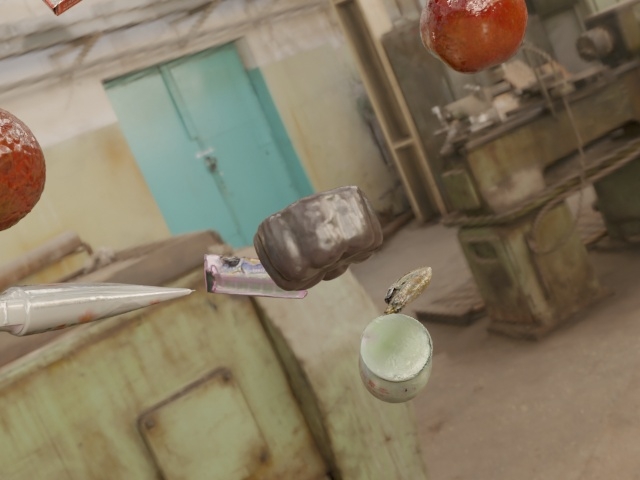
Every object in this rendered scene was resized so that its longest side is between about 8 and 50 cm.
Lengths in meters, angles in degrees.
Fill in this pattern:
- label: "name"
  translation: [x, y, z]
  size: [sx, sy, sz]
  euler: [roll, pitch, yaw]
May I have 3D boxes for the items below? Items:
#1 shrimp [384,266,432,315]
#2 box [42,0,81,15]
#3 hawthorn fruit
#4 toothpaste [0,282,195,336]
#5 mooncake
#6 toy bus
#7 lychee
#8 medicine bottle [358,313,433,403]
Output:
- label: "shrimp"
  translation: [0.206, 0.131, 2.283]
  size: [0.126, 0.047, 0.223]
  euler: [-16, 19, 43]
- label: "box"
  translation: [-0.532, -0.592, 1.953]
  size: [0.229, 0.123, 0.050]
  euler: [-43, 0, -27]
- label: "hawthorn fruit"
  translation: [0.266, -0.411, 1.588]
  size: [0.196, 0.225, 0.196]
  euler: [-9, 56, 13]
- label: "toothpaste"
  translation: [-0.320, 0.085, 1.239]
  size: [0.100, 0.066, 0.323]
  euler: [-6, -1, 39]
- label: "mooncake"
  translation: [0.000, 0.000, 2.014]
  size: [0.306, 0.154, 0.306]
  euler: [-25, -10, -5]
- label: "toy bus"
  translation: [-0.167, 0.090, 2.341]
  size: [0.274, 0.112, 0.090]
  euler: [4, -2, 1]
- label: "lychee"
  translation: [-0.622, -0.134, 1.626]
  size: [0.255, 0.255, 0.300]
  euler: [-26, 11, -14]
- label: "medicine bottle"
  translation: [0.148, 0.235, 1.781]
  size: [0.147, 0.147, 0.143]
  euler: [-25, -28, -11]
